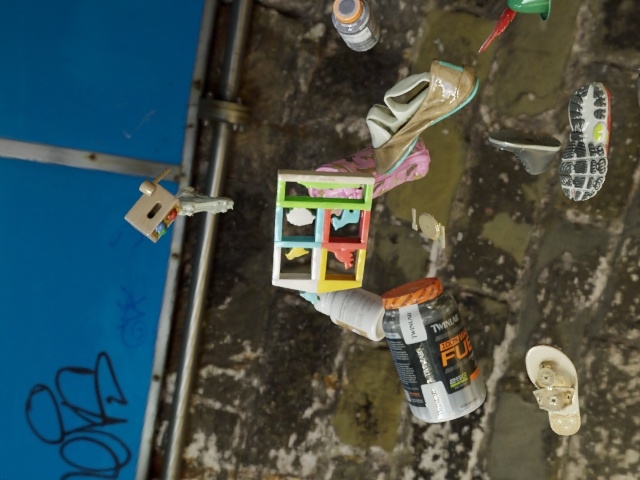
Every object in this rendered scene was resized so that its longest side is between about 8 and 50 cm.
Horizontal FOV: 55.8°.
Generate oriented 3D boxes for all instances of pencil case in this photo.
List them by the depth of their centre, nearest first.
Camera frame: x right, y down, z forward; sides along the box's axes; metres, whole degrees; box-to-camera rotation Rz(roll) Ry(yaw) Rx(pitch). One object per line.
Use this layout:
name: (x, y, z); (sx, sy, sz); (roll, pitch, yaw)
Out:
pencil case: (0.143, -0.186, 1.659); (0.386, 0.167, 0.160); (-30, -29, -43)

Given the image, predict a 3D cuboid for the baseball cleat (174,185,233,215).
baseball cleat: (-0.386, -0.138, 1.980); (0.072, 0.205, 0.109); (-51, 58, 41)

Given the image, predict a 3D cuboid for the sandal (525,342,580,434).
sandal: (0.468, 0.314, 1.185); (0.079, 0.088, 0.240); (-72, -38, -56)

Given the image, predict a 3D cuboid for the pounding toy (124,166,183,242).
pounding toy: (-0.428, -0.100, 1.623); (0.181, 0.094, 0.206); (-53, 1, -11)

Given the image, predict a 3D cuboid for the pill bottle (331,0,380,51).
pill bottle: (0.113, -0.721, 1.982); (0.245, 0.130, 0.131); (7, -86, -74)

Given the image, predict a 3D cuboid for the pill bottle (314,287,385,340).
pill bottle: (0.101, 0.208, 1.859); (0.131, 0.229, 0.131); (-35, -45, -44)

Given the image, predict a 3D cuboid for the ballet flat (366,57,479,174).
ballet flat: (0.173, -0.256, 1.241); (0.342, 0.124, 0.116); (-40, 29, 56)

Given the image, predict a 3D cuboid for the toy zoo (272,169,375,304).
toy zoo: (0.000, 0.000, 1.241); (0.030, 0.192, 0.293); (-102, 15, -63)

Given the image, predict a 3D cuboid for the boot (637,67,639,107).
boot: (0.731, -0.255, 1.184); (0.229, 0.091, 0.263); (142, 121, -76)

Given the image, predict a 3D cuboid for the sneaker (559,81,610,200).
sneaker: (0.646, -0.233, 1.437); (0.118, 0.107, 0.279); (-22, -59, -48)

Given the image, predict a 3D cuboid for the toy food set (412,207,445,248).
toy food set: (0.453, -0.061, 2.484); (0.192, 0.038, 0.132); (39, 148, 43)

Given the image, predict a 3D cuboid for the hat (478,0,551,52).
hat: (0.499, -0.646, 1.599); (0.173, 0.183, 0.209); (32, -129, -75)

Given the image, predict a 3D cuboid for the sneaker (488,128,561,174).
sneaker: (0.620, -0.268, 1.880); (0.083, 0.221, 0.118); (-82, 1, -46)

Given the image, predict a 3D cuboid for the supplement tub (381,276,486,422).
supplement tub: (0.289, 0.281, 1.589); (0.207, 0.207, 0.338); (-53, -57, -83)
